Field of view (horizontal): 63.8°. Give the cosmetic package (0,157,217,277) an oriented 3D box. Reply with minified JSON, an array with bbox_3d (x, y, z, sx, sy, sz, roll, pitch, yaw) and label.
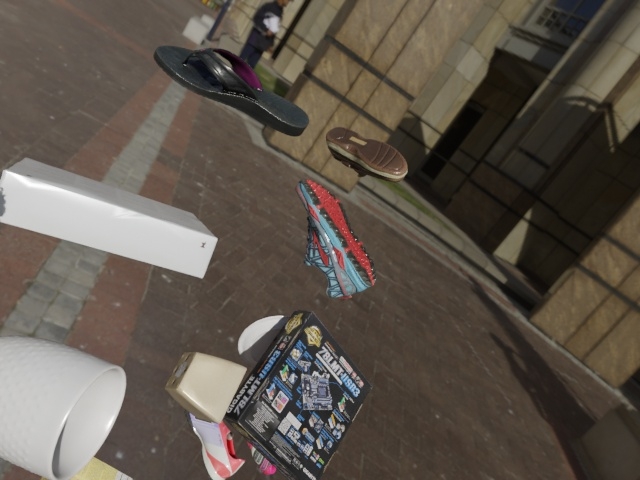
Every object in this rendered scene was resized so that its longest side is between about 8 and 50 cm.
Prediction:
[{"bbox_3d":[-0.425,-0.050,1.041,0.377,0.097,0.284,19,2,-26],"label":"cosmetic package"}]

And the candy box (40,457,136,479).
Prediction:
[{"bbox_3d":[-0.721,0.814,1.665,0.316,0.183,0.087,47,24,-28],"label":"candy box"}]

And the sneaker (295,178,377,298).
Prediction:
[{"bbox_3d":[0.000,0.000,1.042,0.104,0.125,0.262,-3,62,-60],"label":"sneaker"}]

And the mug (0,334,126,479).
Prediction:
[{"bbox_3d":[-0.685,0.391,1.258,0.328,0.276,0.374,19,-26,7],"label":"mug"}]

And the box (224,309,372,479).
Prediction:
[{"bbox_3d":[-0.038,0.363,1.176,0.073,0.293,0.295,-3,-48,45],"label":"box"}]

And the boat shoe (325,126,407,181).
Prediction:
[{"bbox_3d":[0.123,-0.210,1.346,0.257,0.095,0.095,39,-27,34],"label":"boat shoe"}]

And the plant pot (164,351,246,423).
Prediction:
[{"bbox_3d":[-0.220,0.261,0.949,0.096,0.109,0.109,37,-29,-22],"label":"plant pot"}]

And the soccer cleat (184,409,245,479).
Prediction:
[{"bbox_3d":[-0.352,0.619,1.687,0.318,0.116,0.108,58,1,29],"label":"soccer cleat"}]

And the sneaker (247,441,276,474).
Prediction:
[{"bbox_3d":[-0.048,0.521,1.400,0.112,0.299,0.121,60,4,29],"label":"sneaker"}]

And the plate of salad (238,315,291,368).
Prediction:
[{"bbox_3d":[-0.109,0.261,1.306,0.200,0.200,0.048,28,26,-24],"label":"plate of salad"}]

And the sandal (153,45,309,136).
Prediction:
[{"bbox_3d":[-0.222,-0.436,1.399,0.445,0.107,0.168,22,38,-19],"label":"sandal"}]
